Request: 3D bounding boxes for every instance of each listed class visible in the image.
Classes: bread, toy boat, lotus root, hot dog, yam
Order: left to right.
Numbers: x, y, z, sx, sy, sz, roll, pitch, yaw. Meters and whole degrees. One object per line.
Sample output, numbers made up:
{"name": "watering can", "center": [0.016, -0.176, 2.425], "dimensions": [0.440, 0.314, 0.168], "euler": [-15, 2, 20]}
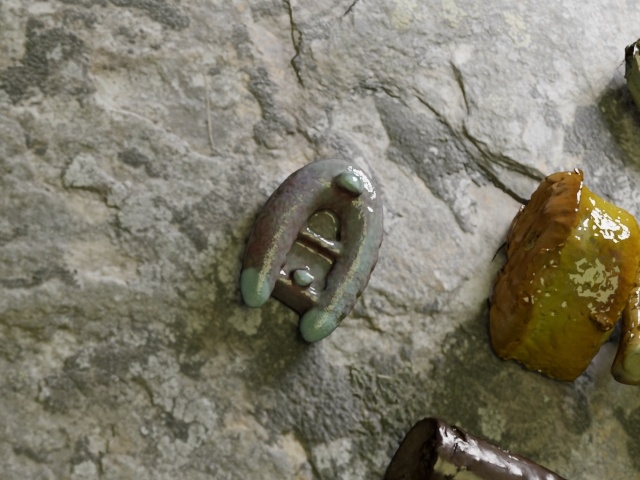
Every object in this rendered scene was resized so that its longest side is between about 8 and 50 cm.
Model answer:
{"name": "toy boat", "center": [0.000, 0.000, 1.496], "dimensions": [0.155, 0.085, 0.227], "euler": [30, 63, -8]}
{"name": "yam", "center": [0.219, 0.305, 1.451], "dimensions": [0.279, 0.131, 0.131], "euler": [28, 63, -12]}
{"name": "bread", "center": [0.313, 0.032, 1.579], "dimensions": [0.160, 0.147, 0.261], "euler": [31, 62, -6]}
{"name": "hot dog", "center": [0.421, 0.074, 1.600], "dimensions": [0.068, 0.083, 0.289], "euler": [8, 39, 19]}
{"name": "lotus root", "center": [0.484, -0.226, 1.787], "dimensions": [0.143, 0.070, 0.144], "euler": [-42, 94, -23]}
